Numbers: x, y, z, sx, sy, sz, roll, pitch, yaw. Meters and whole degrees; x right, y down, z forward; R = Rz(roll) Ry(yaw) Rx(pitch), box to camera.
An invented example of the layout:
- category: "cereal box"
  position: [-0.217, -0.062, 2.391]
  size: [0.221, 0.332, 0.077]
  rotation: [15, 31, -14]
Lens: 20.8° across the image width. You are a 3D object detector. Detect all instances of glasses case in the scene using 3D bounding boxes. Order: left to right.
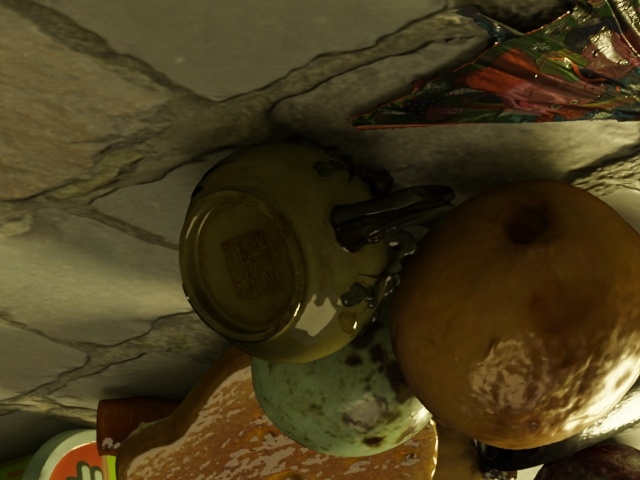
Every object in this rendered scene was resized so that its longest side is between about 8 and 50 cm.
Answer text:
- category: "glasses case"
  position: [0.278, 0.117, 1.588]
  size: [0.314, 0.075, 0.122]
  rotation: [-24, 145, -12]

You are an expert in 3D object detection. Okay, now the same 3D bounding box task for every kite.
- category: "kite"
  position: [0.172, -0.124, 1.252]
  size: [0.234, 0.016, 0.321]
  rotation: [18, 150, -39]

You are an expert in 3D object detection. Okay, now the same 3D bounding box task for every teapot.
- category: "teapot"
  position: [0.000, 0.000, 1.364]
  size: [0.269, 0.173, 0.182]
  rotation: [-21, 178, 37]

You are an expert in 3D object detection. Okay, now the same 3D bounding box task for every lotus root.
- category: "lotus root"
  position: [0.102, 0.276, 1.973]
  size: [0.257, 0.140, 0.154]
  rotation: [-25, 176, 27]

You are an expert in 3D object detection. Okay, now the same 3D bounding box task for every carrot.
- category: "carrot"
  position: [-0.147, 0.210, 1.887]
  size: [0.193, 0.087, 0.087]
  rotation: [13, 152, -18]

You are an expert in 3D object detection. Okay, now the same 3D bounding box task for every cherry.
- category: "cherry"
  position: [0.339, 0.325, 2.048]
  size: [0.195, 0.195, 0.195]
  rotation: [-1, 155, 0]

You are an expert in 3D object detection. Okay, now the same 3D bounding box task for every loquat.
- category: "loquat"
  position: [0.166, 0.062, 1.413]
  size: [0.238, 0.193, 0.238]
  rotation: [-35, 151, -23]

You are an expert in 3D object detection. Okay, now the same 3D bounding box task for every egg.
- category: "egg"
  position: [0.021, 0.112, 1.577]
  size: [0.169, 0.169, 0.231]
  rotation: [14, 161, -29]

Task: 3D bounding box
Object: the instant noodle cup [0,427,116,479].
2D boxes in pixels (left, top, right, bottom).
- category: "instant noodle cup"
  position: [-0.332, 0.373, 2.052]
  size: [0.308, 0.294, 0.294]
  rotation: [-13, 154, 42]

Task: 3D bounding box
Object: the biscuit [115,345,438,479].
- category: "biscuit"
  position: [-0.053, 0.214, 1.817]
  size: [0.344, 0.057, 0.287]
  rotation: [-17, 129, 5]

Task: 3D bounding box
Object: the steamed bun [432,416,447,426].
- category: "steamed bun"
  position: [0.166, 0.115, 1.658]
  size: [0.145, 0.106, 0.175]
  rotation: [-2, 152, -3]
